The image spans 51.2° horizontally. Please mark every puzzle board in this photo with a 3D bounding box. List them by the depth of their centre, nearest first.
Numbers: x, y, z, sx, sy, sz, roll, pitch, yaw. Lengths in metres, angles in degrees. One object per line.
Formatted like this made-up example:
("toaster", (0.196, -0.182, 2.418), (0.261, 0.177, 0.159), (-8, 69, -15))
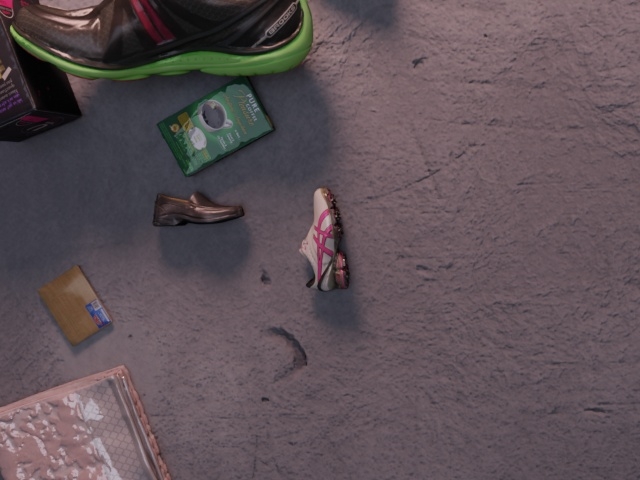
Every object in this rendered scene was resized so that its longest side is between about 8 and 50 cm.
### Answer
("puzzle board", (-0.467, 0.125, 1.274), (0.096, 0.011, 0.128), (-31, 93, 8))

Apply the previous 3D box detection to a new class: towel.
("towel", (-0.463, 0.441, 1.290), (0.317, 0.053, 0.331), (-21, 93, 9))

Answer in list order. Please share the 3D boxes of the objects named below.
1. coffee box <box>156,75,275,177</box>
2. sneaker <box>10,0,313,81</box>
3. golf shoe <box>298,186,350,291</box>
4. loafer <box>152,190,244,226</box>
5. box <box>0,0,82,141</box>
("coffee box", (-0.184, -0.202, 1.189), (0.184, 0.040, 0.113), (-29, 93, 9))
("sneaker", (-0.256, -0.375, 1.095), (0.483, 0.185, 0.202), (-4, 116, -3))
("golf shoe", (0.000, 0.000, 1.178), (0.086, 0.067, 0.186), (-6, 96, 9))
("loafer", (-0.221, -0.059, 1.201), (0.170, 0.062, 0.061), (-3, 91, 5))
("box", (-0.554, -0.321, 1.154), (0.144, 0.165, 0.270), (-19, 94, 9))
